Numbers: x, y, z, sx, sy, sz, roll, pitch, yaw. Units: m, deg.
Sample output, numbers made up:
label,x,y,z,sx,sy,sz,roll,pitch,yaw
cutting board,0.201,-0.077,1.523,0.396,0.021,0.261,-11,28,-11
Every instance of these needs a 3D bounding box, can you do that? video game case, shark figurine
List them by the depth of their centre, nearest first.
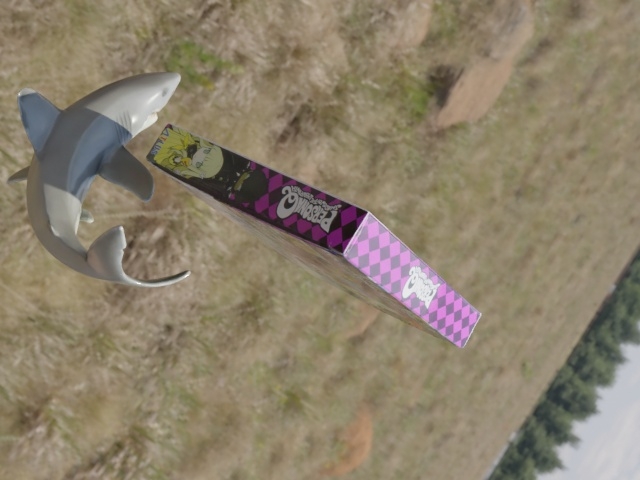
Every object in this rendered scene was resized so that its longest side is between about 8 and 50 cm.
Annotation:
label,x,y,z,sx,sy,sz,roll,pitch,yaw
shark figurine,-0.198,-0.059,0.744,0.278,0.166,0.116,-99,172,-49
video game case,0.000,0.000,0.780,0.041,0.210,0.232,-60,144,-6
